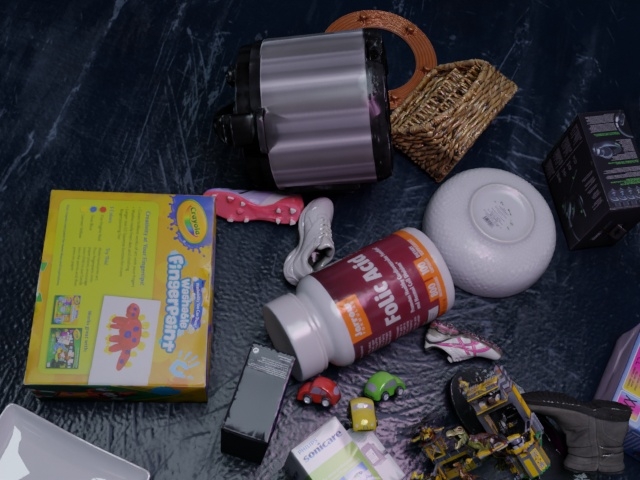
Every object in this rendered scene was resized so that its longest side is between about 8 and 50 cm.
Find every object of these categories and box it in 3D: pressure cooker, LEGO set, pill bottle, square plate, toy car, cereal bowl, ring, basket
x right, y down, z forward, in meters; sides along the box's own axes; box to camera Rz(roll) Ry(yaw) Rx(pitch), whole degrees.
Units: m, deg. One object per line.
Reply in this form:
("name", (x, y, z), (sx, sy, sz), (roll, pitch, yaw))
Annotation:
("pressure cooker", (-0.042, -0.305, 1.912), (0.420, 0.370, 0.376), (-4, 66, 5))
("LEGO set", (0.298, 0.397, 1.650), (0.192, 0.331, 0.255), (57, 28, -2))
("pill bottle", (0.083, 0.144, 1.811), (0.392, 0.224, 0.224), (-26, 71, -18))
("square plate", (-0.576, 0.558, 1.633), (0.344, 0.049, 0.347), (25, 65, 5))
("toy car", (0.095, 0.331, 1.777), (0.225, 0.239, 0.053), (-13, 110, -37))
("cereal bowl", (0.428, -0.038, 1.987), (0.338, 0.141, 0.339), (3, 65, -7))
("ring", (0.159, -0.507, 2.226), (0.336, 0.032, 0.337), (3, 64, -6))
("basket", (0.329, -0.343, 2.062), (0.223, 0.213, 0.299), (41, 68, 4))

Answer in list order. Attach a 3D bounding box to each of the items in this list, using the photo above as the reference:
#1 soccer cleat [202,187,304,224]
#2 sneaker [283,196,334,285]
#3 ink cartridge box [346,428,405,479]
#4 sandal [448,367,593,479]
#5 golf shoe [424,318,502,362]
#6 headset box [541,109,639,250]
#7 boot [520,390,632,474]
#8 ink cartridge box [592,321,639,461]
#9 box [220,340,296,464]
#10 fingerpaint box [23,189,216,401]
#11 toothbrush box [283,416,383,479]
("soccer cleat", (-0.163, -0.094, 1.979), (0.247, 0.083, 0.095), (7, 36, 1))
("sneaker", (0.000, 0.000, 1.917), (0.090, 0.115, 0.232), (31, 66, -36))
("ink cartridge box", (0.105, 0.471, 1.727), (0.063, 0.109, 0.150), (-33, 73, -21))
("sandal", (0.471, 0.448, 1.787), (0.167, 0.107, 0.446), (-38, 75, -21))
("golf shoe", (0.333, 0.250, 1.892), (0.186, 0.067, 0.086), (20, 93, -1))
("headset box", (0.689, -0.137, 2.006), (0.131, 0.246, 0.283), (-6, 66, -10))
("boot", (0.537, 0.417, 1.722), (0.246, 0.083, 0.161), (8, 96, 6))
("ink cartridge box", (0.843, 0.400, 1.838), (0.395, 0.151, 0.270), (30, 65, 5))
("box", (-0.132, 0.344, 1.671), (0.103, 0.261, 0.184), (20, 65, 2))
("fingerpaint box", (-0.424, 0.125, 1.788), (0.370, 0.163, 0.445), (1, 66, -6))
("toothbrush box", (0.058, 0.525, 1.643), (0.122, 0.206, 0.283), (-35, 74, -20))
